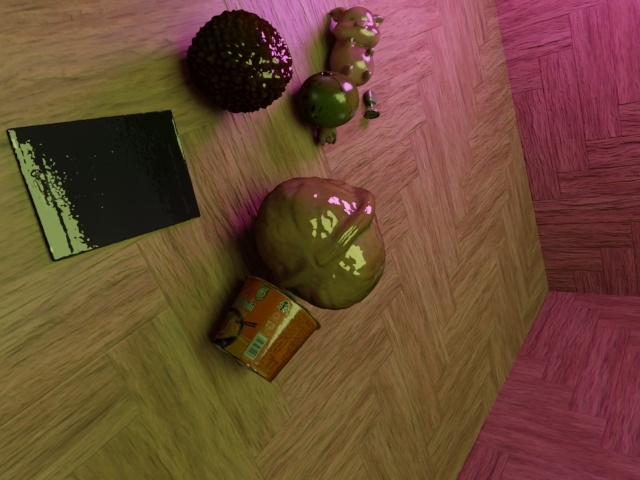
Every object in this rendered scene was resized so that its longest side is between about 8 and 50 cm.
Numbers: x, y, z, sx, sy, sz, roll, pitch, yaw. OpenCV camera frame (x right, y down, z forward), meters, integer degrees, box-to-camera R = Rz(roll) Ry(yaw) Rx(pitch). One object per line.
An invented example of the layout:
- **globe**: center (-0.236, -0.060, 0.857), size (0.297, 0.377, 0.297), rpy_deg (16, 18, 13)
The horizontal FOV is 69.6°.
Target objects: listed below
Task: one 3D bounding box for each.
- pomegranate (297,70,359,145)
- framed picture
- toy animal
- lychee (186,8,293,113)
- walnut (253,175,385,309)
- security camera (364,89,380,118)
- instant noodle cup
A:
- **pomegranate**: center (0.031, -0.395, 1.353), size (0.179, 0.179, 0.210), rpy_deg (-67, 153, -23)
- **framed picture**: center (-0.424, -0.128, 0.962), size (0.339, 0.014, 0.255), rpy_deg (-26, 108, -45)
- **toy animal**: center (0.110, -0.605, 1.440), size (0.167, 0.154, 0.250), rpy_deg (11, 86, -24)
- **lychee**: center (-0.180, -0.406, 1.062), size (0.236, 0.271, 0.235), rpy_deg (-14, 119, -25)
- **walnut**: center (0.000, 0.000, 1.178), size (0.381, 0.381, 0.381), rpy_deg (1, 89, -47)
- **security camera**: center (0.175, -0.475, 1.596), size (0.058, 0.058, 0.092), rpy_deg (16, 66, -46)
- **instant noodle cup**: center (-0.141, 0.223, 1.127), size (0.230, 0.230, 0.182), rpy_deg (48, 65, -35)
